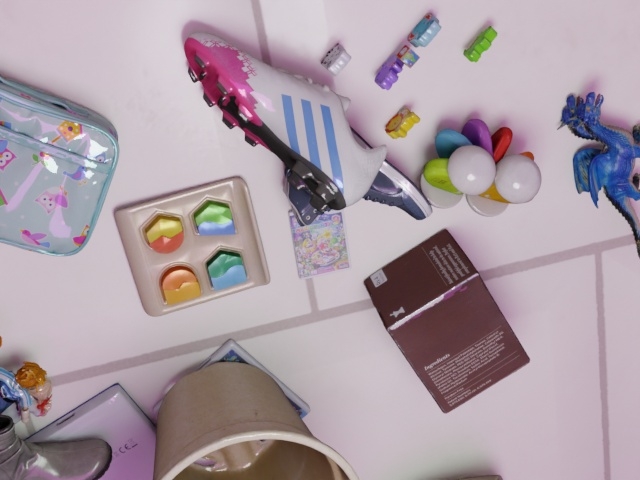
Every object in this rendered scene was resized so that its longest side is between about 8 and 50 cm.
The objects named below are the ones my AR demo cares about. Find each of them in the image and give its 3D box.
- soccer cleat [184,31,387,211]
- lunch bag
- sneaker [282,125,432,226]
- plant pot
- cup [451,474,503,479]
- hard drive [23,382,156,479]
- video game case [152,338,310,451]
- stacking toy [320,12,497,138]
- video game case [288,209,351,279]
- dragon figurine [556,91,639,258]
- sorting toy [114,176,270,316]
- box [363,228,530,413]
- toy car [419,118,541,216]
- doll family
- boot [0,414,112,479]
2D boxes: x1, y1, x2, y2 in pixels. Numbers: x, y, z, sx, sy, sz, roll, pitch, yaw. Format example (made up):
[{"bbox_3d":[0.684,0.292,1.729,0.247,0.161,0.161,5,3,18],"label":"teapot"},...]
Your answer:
[{"bbox_3d":[-0.046,-0.189,1.410,0.331,0.116,0.143,46,73,-1],"label":"soccer cleat"},{"bbox_3d":[-0.432,-0.113,1.382,0.279,0.108,0.224,19,110,-20],"label":"lunch bag"},{"bbox_3d":[0.047,-0.065,1.512,0.226,0.086,0.163,39,91,-15],"label":"sneaker"},{"bbox_3d":[-0.127,0.353,1.524,0.333,0.305,0.334,-5,114,-12],"label":"plant pot"},{"bbox_3d":[0.197,0.579,1.755,0.237,0.331,0.331,-1,118,17],"label":"cup"},{"bbox_3d":[-0.338,0.411,1.685,0.210,0.040,0.319,-32,117,4],"label":"hard drive"},{"bbox_3d":[-0.149,0.286,1.679,0.183,0.023,0.201,-41,115,9],"label":"video game case"},{"bbox_3d":[0.130,-0.279,1.462,0.167,0.052,0.221,39,100,-27],"label":"stacking toy"},{"bbox_3d":[0.000,0.000,1.583,0.087,0.011,0.122,-12,116,-6],"label":"video game case"},{"bbox_3d":[0.457,-0.106,1.589,0.144,0.085,0.289,-8,112,-6],"label":"dragon figurine"},{"bbox_3d":[-0.195,0.015,1.533,0.208,0.038,0.193,-15,117,-5],"label":"sorting toy"},{"bbox_3d":[0.202,0.130,1.599,0.167,0.168,0.203,-32,118,5],"label":"box"},{"bbox_3d":[0.246,-0.119,1.521,0.182,0.159,0.136,9,78,-16],"label":"toy car"},{"bbox_3d":[-0.512,0.215,1.511,0.163,0.118,0.263,-32,119,7],"label":"doll family"},{"bbox_3d":[-0.458,0.328,1.529,0.246,0.083,0.161,-13,134,-4],"label":"boot"}]
